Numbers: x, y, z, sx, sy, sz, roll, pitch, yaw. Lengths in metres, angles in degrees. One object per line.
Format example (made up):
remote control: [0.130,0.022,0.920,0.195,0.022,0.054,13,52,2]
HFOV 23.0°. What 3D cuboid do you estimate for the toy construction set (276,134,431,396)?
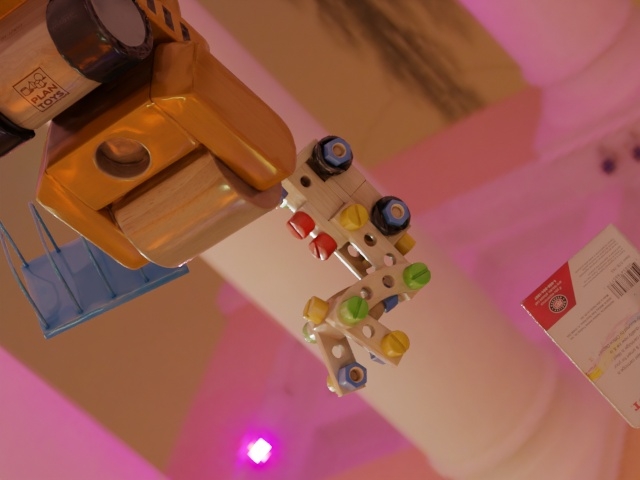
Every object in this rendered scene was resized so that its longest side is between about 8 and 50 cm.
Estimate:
toy construction set: [0.000,0.000,1.838,0.215,0.327,0.151,-47,-159,-28]

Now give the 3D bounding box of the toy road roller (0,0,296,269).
toy road roller: [-0.187,-0.156,1.515,0.202,0.329,0.240,-30,-144,26]

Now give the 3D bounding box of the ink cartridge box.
ink cartridge box: [0.316,0.091,1.639,0.128,0.176,0.127,-42,169,4]

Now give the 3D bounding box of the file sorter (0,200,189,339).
file sorter: [-0.250,0.002,1.697,0.170,0.104,0.118,-25,-135,-4]
